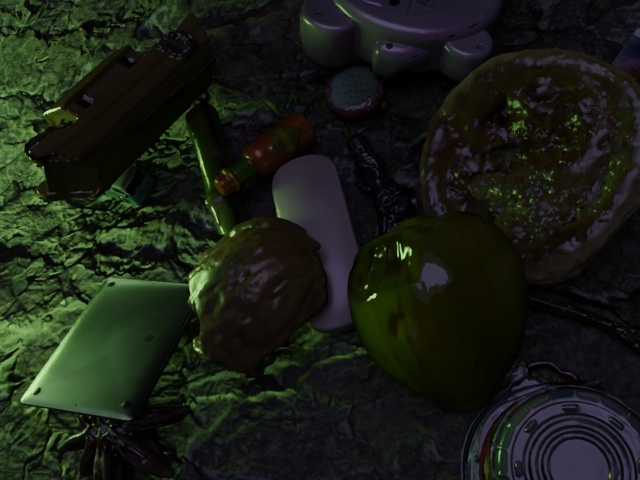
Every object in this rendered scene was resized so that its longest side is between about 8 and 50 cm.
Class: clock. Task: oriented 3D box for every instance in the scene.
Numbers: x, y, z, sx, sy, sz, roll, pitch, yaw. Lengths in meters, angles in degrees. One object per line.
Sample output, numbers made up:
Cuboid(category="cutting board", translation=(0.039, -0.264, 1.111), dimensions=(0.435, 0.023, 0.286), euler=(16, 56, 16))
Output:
Cuboid(category="clock", translation=(0.149, -0.405, 1.137), dimensions=(0.322, 0.113, 0.295), euler=(18, 64, 10))

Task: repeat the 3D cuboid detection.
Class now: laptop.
Cuboid(category="laptop", translation=(-0.307, 0.153, 1.022), dimensions=(0.188, 0.015, 0.269), euler=(4, 40, 16))

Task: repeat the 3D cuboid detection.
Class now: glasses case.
Cuboid(category="glasses case", translation=(0.000, 0.000, 1.047), dimensions=(0.113, 0.075, 0.296), euler=(-17, 67, 7))

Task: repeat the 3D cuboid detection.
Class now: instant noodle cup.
Cuboid(category="instant noodle cup", translation=(0.300, 0.279, 0.807), dimensions=(0.258, 0.181, 0.302), euler=(-18, 66, 4))

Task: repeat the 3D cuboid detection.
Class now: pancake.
Cuboid(category="pancake", translation=(0.296, -0.109, 0.970), dimensions=(0.356, 0.065, 0.356), euler=(-4, 82, 33))

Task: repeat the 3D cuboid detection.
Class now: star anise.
Cuboid(category="star anise", translation=(-0.304, 0.274, 1.006), dimensions=(0.236, 0.093, 0.229), euler=(19, 80, 23))

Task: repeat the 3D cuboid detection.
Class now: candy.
Cuboid(category="candy", translation=(0.059, -0.252, 1.153), dimensions=(0.103, 0.043, 0.103), euler=(-5, 68, 13))

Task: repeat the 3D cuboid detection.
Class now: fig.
Cuboid(category="fig", translation=(0.163, 0.098, 0.889), dimensions=(0.239, 0.239, 0.271), euler=(-24, 90, 3))

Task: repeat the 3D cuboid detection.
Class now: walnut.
Cuboid(category="walnut", translation=(-0.102, 0.073, 0.964), dimensions=(0.204, 0.141, 0.238), euler=(-2, 79, 36))

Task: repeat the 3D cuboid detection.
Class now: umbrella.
Cuboid(category="umbrella", translation=(0.102, -0.078, 1.058), dimensions=(0.080, 0.071, 0.224), euler=(-23, 64, -2))

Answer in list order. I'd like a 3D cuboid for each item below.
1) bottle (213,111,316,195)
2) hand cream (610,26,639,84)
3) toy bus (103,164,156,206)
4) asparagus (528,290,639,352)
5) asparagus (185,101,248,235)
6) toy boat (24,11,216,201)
Cuboid(category="bottle", translation=(-0.094, -0.137, 1.106), dimensions=(0.187, 0.069, 0.069), euler=(-40, 65, -19))
Cuboid(category="hand cream", translation=(0.452, -0.199, 1.030), dimensions=(0.124, 0.077, 0.340), euler=(37, 76, 24))
Cuboid(category="toy bus", translation=(-0.359, -0.110, 1.175), dimensions=(0.123, 0.075, 0.060), euler=(19, 74, 19))
Cuboid(category="asparagus", translation=(0.369, 0.111, 0.943), dimensions=(0.236, 0.027, 0.034), euler=(22, 80, 20))
Cuboid(category="asparagus", translation=(-0.175, -0.113, 1.145), dimensions=(0.067, 0.060, 0.277), euler=(-12, 65, -10))
Cuboid(category="toy boat", translation=(-0.330, -0.239, 1.144), dimensions=(0.162, 0.136, 0.445), euler=(30, 56, 8))
